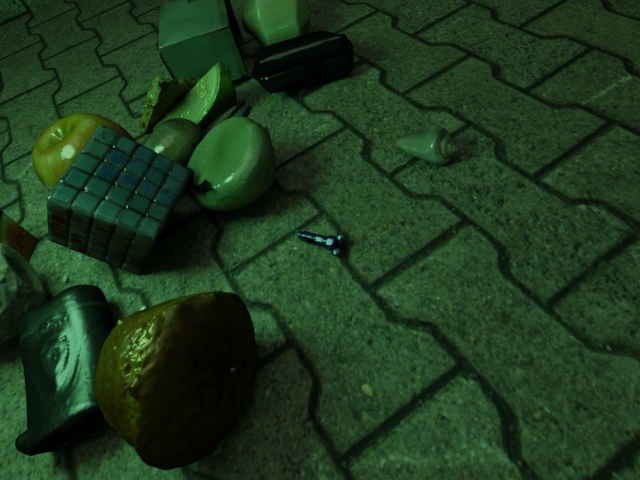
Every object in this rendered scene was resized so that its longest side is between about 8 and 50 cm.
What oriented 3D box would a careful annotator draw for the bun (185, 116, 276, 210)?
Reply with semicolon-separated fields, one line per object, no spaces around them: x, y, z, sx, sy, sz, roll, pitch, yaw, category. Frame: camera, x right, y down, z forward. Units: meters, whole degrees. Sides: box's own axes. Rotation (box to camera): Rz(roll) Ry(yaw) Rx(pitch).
-0.227;-0.189;1.107;0.283;0.179;0.283;-18;55;27;bun

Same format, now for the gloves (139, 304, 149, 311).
-0.379;0.243;0.868;0.119;0.097;0.229;-8;54;-9;gloves

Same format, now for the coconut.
-0.176;-0.852;1.519;0.247;0.245;0.245;-14;52;-6;coconut

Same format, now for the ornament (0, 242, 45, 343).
-0.811;0.132;0.956;0.225;0.259;0.259;-34;54;-18;ornament

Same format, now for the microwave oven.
-0.438;-0.745;1.521;0.286;0.218;0.355;-18;53;2;microwave oven

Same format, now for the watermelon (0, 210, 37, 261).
-0.918;0.017;1.156;0.145;0.137;0.193;-7;96;7;watermelon

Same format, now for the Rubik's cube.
-0.496;-0.091;1.000;0.237;0.238;0.237;26;54;-23;Rubik's cube

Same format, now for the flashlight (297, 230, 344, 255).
0.000;0.000;0.993;0.121;0.035;0.057;14;84;27;flashlight

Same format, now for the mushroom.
-0.430;-0.251;1.195;0.226;0.178;0.226;-40;31;30;mushroom

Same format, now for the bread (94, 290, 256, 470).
-0.239;0.234;0.729;0.172;0.312;0.312;1;55;26;bread

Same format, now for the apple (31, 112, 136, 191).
-0.693;-0.239;1.206;0.286;0.233;0.286;-7;55;10;apple

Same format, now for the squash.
-0.418;-0.434;1.336;0.289;0.203;0.111;-32;86;-14;squash

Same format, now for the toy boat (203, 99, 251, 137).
-0.315;-0.393;1.347;0.080;0.046;0.229;27;67;32;toy boat

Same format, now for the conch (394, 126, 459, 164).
0.291;-0.255;1.094;0.176;0.094;0.104;8;67;51;conch

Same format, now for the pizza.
-0.503;-0.483;1.333;0.280;0.288;0.075;-40;98;-13;pizza

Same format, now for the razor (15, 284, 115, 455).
-0.545;0.265;0.879;0.204;0.113;0.349;-28;55;-6;razor

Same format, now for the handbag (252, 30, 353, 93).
-0.077;-0.639;1.411;0.342;0.152;0.288;-16;41;-2;handbag
